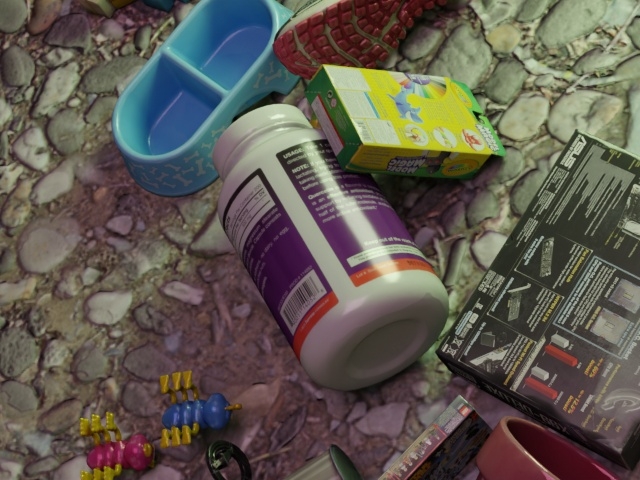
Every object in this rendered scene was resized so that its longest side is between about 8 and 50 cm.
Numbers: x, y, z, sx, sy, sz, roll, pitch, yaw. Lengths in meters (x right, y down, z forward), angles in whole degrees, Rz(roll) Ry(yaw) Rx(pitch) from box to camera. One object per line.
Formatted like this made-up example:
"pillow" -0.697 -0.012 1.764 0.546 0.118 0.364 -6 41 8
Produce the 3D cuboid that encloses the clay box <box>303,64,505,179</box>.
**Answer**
"clay box" 0.101 -0.135 2.005 0.053 0.222 0.127 -53 49 37

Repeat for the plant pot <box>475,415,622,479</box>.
"plant pot" 0.218 0.307 1.754 0.201 0.201 0.180 38 100 30

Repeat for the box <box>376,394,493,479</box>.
"box" 0.123 0.236 1.868 0.137 0.094 0.027 -45 60 -3

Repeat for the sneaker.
"sneaker" 0.071 -0.305 2.128 0.299 0.121 0.112 -33 45 -3

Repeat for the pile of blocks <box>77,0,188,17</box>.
"pile of blocks" -0.168 -0.400 2.257 0.362 0.112 0.149 -30 60 7

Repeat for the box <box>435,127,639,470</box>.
"box" 0.309 0.059 1.885 0.242 0.076 0.307 27 79 29

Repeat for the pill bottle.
"pill bottle" 0.000 0.000 1.972 0.181 0.181 0.323 -34 59 5

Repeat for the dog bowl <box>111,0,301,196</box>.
"dog bowl" -0.145 -0.196 2.179 0.166 0.074 0.297 37 83 30

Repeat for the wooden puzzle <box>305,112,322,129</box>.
"wooden puzzle" 0.011 -0.142 2.132 0.083 0.006 0.049 4 69 23

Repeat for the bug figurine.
"bug figurine" -0.187 0.296 1.976 0.216 0.072 0.279 -8 69 25

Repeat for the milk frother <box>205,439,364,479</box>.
"milk frother" -0.037 0.260 1.879 0.134 0.143 0.129 -34 16 8
